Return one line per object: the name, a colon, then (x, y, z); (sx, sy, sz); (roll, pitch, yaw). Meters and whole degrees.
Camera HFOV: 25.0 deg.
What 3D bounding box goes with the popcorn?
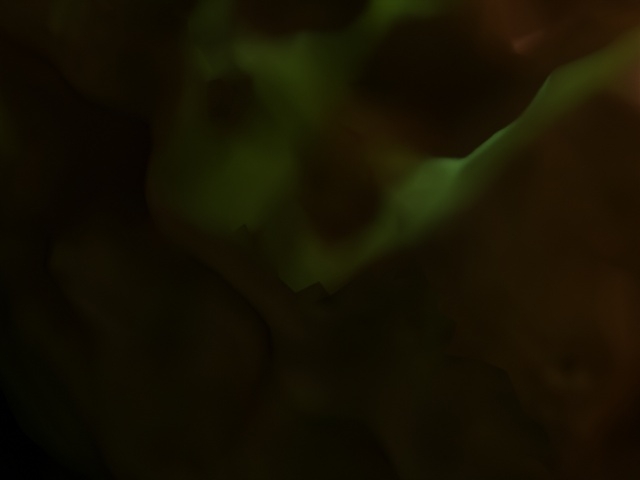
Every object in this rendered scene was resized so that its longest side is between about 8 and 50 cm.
popcorn: (0.065, -0.011, 0.464); (0.354, 0.344, 0.390); (52, -11, 45)
